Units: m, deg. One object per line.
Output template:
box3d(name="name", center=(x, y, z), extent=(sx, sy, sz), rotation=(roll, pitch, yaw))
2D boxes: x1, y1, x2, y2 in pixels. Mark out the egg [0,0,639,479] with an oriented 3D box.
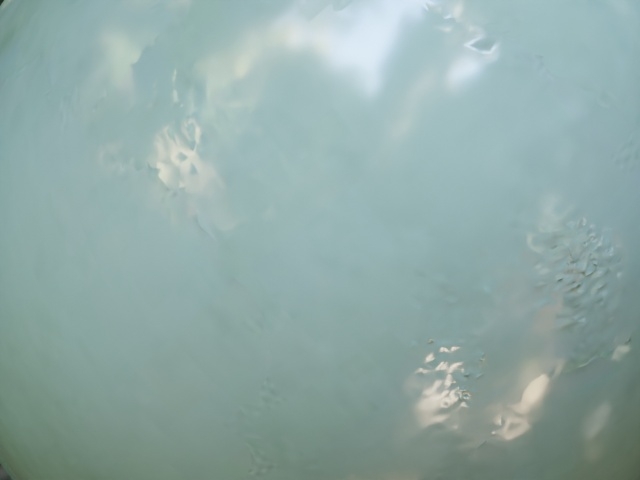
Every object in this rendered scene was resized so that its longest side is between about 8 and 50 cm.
box3d(name="egg", center=(0.000, 0.000, 0.537), extent=(0.276, 0.276, 0.389), rotation=(29, -19, -1))
